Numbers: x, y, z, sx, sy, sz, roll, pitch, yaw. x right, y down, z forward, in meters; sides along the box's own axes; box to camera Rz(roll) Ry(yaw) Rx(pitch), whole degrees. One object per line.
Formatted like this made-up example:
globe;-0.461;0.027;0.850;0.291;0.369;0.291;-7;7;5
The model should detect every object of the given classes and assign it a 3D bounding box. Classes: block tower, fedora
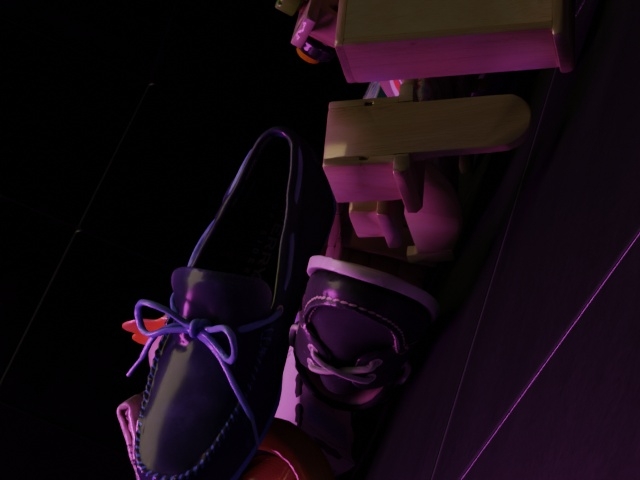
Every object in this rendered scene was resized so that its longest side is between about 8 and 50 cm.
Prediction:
block tower;0.000;0.000;1.849;0.335;0.097;0.091;178;105;-68
fedora;-0.051;0.247;1.640;0.079;0.194;0.194;22;-88;-57

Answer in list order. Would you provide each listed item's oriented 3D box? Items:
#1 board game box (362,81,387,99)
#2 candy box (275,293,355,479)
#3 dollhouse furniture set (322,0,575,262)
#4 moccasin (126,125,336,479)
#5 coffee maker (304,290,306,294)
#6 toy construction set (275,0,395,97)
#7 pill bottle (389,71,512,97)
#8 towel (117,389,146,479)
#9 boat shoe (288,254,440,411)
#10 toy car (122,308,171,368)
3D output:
board game box;0.088;-0.158;2.697;0.336;0.079;0.253;-71;5;-55
candy box;-0.049;0.169;1.774;0.165;0.070;0.196;-42;28;25
dollhouse furniture set;0.137;-0.077;1.538;0.355;0.174;0.303;67;-155;-52
moccasin;-0.089;0.053;1.629;0.117;0.138;0.342;66;-146;-56
coffee maker;0.055;-0.019;2.076;0.171;0.120;0.178;-31;-20;-38
toy construction set;0.090;-0.309;2.257;0.257;0.237;0.308;118;175;-61
pill bottle;0.137;-0.194;1.741;0.193;0.108;0.108;119;174;-58
towel;-0.162;0.318;2.128;0.324;0.056;0.312;-46;-53;-88
boat shoe;0.031;0.084;1.567;0.302;0.114;0.091;69;-138;-76
toy car;-0.105;0.135;1.995;0.210;0.238;0.219;-30;34;60
